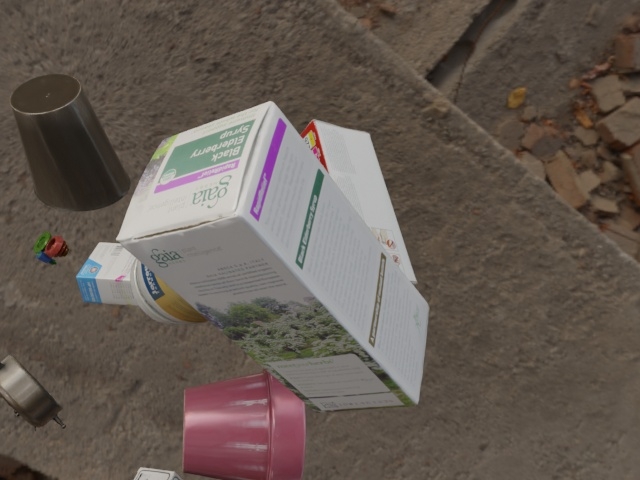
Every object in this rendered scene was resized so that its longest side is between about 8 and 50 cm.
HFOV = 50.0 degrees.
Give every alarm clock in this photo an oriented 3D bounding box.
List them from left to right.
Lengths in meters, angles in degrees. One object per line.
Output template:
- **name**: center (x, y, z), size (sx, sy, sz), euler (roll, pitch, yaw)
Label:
- **alarm clock**: center (-0.511, 0.244, 1.156), size (0.064, 0.129, 0.192), euler (-41, 125, -25)

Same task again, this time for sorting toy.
- **sorting toy**: center (-0.552, 0.020, 1.418), size (0.042, 0.102, 0.061), euler (38, 71, -40)

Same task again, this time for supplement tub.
- **supplement tub**: center (-0.148, 0.027, 0.896), size (0.144, 0.200, 0.144), euler (21, 57, -35)

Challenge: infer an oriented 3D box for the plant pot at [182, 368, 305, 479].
- **plant pot**: center (-0.127, 0.299, 1.092), size (0.180, 0.201, 0.201), euler (1, 100, -12)

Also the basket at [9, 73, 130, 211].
- **basket**: center (-0.490, -0.190, 1.322), size (0.205, 0.154, 0.226), euler (11, 139, 12)

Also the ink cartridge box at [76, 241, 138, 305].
- **ink cartridge box**: center (-0.315, 0.060, 1.202), size (0.182, 0.104, 0.061), euler (3, 126, 7)

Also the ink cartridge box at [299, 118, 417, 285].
- **ink cartridge box**: center (0.000, 0.000, 1.207), size (0.130, 0.272, 0.309), euler (7, 54, -34)

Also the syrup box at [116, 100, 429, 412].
- **syrup box**: center (-0.016, 0.026, 0.479), size (0.237, 0.093, 0.096), euler (50, 40, -38)

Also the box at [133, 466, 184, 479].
- **box**: center (-0.260, 0.566, 1.253), size (0.289, 0.087, 0.169), euler (61, 38, -33)
